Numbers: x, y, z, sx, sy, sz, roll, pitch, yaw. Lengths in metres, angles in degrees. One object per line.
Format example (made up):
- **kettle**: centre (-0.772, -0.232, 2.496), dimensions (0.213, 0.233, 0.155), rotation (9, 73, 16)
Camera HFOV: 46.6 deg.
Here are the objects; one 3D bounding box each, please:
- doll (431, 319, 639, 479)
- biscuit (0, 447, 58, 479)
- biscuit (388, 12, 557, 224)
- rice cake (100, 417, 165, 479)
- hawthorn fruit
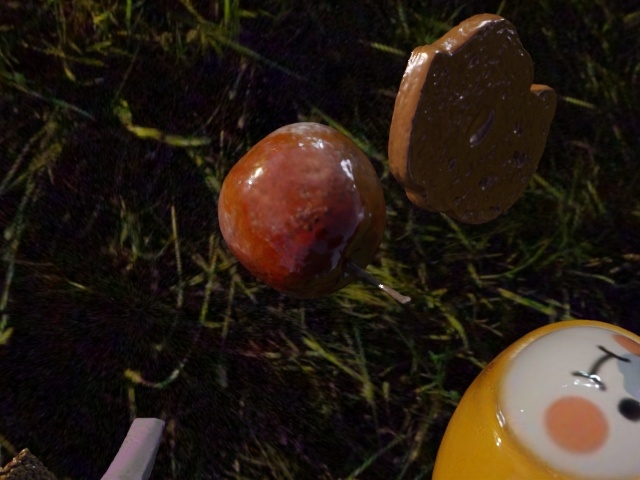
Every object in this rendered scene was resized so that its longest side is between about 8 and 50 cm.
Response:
- **doll**: centre (0.195, 0.179, 0.489), dimensions (0.236, 0.213, 0.213), rotation (36, 75, 30)
- **biscuit**: centre (-0.383, 0.389, 1.068), dimensions (0.199, 0.034, 0.064), rotation (53, 51, -11)
- **biscuit**: centre (0.080, -0.060, 0.391), dimensions (0.130, 0.019, 0.102), rotation (23, 93, -48)
- **rice cake**: centre (-0.327, 0.389, 1.306), dimensions (0.072, 0.365, 0.056), rotation (9, 96, -3)
- **hawthorn fruit**: centre (-0.029, -0.025, 1.031), dimensions (0.231, 0.235, 0.263), rotation (9, 69, -18)
